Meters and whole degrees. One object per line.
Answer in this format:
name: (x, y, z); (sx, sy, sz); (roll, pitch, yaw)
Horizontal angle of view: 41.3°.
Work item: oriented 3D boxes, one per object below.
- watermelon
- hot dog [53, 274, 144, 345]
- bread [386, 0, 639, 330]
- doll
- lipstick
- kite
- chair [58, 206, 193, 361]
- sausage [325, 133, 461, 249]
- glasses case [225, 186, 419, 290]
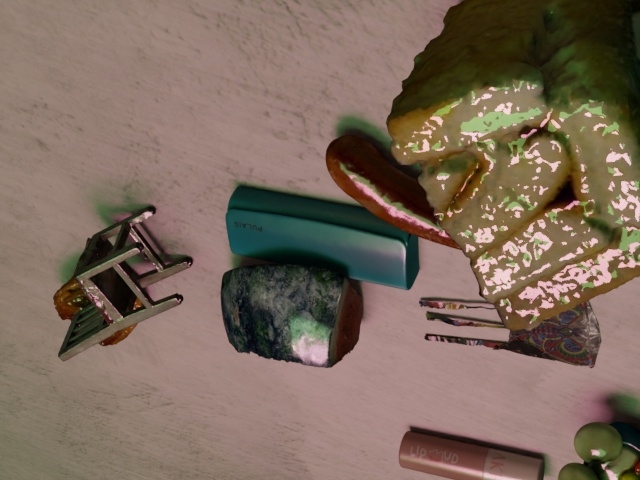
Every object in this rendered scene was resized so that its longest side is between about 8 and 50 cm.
watermelon: (-0.048, 0.134, 1.402); (0.226, 0.148, 0.318); (15, 166, -33)
hot dog: (-0.437, 0.128, 1.675); (0.160, 0.099, 0.227); (40, 140, -9)
bread: (0.284, -0.084, 0.946); (0.264, 0.239, 0.395); (-11, 126, 37)
doll: (0.543, 0.379, 1.289); (0.322, 0.186, 0.198); (30, 110, 27)
lipstick: (0.273, 0.407, 1.548); (0.255, 0.070, 0.070); (7, 133, 25)
kite: (0.287, 0.138, 1.323); (0.286, 0.015, 0.152); (2, 131, 28)
chair: (-0.378, 0.075, 1.490); (0.271, 0.136, 0.147); (-24, 119, 16)
sausage: (0.142, -0.054, 1.179); (0.302, 0.076, 0.102); (23, 130, 7)
glasses case: (0.000, -0.001, 1.320); (0.301, 0.070, 0.117); (12, 134, 22)
